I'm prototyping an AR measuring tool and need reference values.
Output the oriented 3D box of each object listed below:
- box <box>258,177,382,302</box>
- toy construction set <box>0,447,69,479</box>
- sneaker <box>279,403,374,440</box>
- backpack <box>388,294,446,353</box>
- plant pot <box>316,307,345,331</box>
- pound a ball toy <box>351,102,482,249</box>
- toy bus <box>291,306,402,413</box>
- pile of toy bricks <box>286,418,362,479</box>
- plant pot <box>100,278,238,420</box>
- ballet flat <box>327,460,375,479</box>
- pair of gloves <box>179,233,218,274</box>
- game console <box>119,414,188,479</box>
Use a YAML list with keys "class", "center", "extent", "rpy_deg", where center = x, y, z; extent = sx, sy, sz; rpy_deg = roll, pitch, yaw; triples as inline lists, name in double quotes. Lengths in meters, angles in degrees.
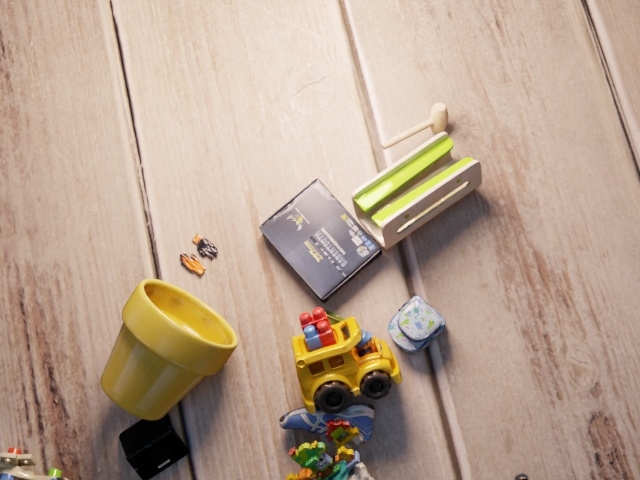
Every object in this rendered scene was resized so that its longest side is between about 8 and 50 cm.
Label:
- class: "box"
  center: [0.000, 0.000, 1.989]
  extent: [0.183, 0.059, 0.232]
  rpy_deg: [-40, 77, -4]
- class: "toy construction set"
  center: [-0.639, 0.609, 1.859]
  extent: [0.215, 0.151, 0.327]
  rpy_deg: [-16, 61, 21]
- class: "sneaker"
  center: [0.014, 0.402, 1.883]
  extent: [0.211, 0.080, 0.081]
  rpy_deg: [-4, 75, 4]
- class: "backpack"
  center: [0.209, 0.189, 1.914]
  extent: [0.114, 0.084, 0.105]
  rpy_deg: [-45, 75, -3]
- class: "plant pot"
  center: [0.013, 0.204, 1.936]
  extent: [0.083, 0.083, 0.079]
  rpy_deg: [23, 92, 10]
- class: "pound a ball toy"
  center: [0.218, -0.144, 1.976]
  extent: [0.319, 0.135, 0.208]
  rpy_deg: [-34, 56, -11]
- class: "toy bus"
  center: [0.043, 0.236, 1.843]
  extent: [0.220, 0.149, 0.211]
  rpy_deg: [-17, 111, -1]
- class: "pile of toy bricks"
  center: [-0.018, 0.466, 1.817]
  extent: [0.212, 0.118, 0.105]
  rpy_deg: [-42, 107, 18]
- class: "plant pot"
  center: [-0.346, 0.250, 1.878]
  extent: [0.254, 0.254, 0.239]
  rpy_deg: [36, 98, 12]
- class: "ballet flat"
  center: [-0.014, 0.652, 1.808]
  extent: [0.147, 0.147, 0.409]
  rpy_deg: [39, 84, 12]
- class: "pair of gloves"
  center: [-0.287, 0.034, 2.031]
  extent: [0.074, 0.010, 0.083]
  rpy_deg: [36, 79, 13]
- class: "game console"
  center: [-0.375, 0.458, 1.939]
  extent: [0.122, 0.071, 0.107]
  rpy_deg: [-33, 106, -2]
